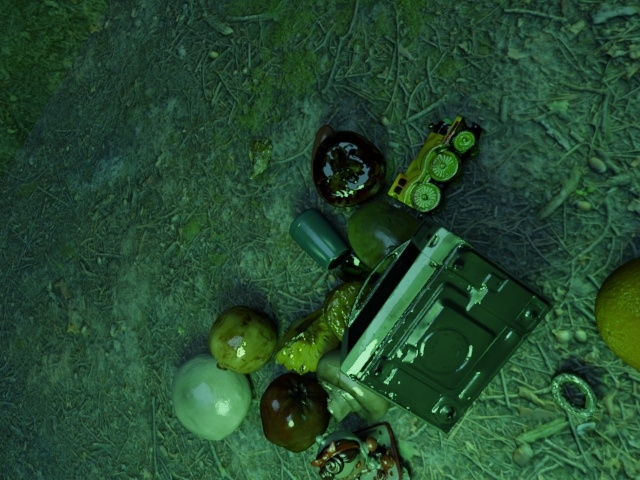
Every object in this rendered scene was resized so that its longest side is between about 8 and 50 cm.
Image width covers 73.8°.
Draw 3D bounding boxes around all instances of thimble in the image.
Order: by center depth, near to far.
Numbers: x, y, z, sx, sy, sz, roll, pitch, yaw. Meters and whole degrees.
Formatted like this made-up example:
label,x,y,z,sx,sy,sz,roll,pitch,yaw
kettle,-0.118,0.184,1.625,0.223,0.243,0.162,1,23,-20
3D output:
label,x,y,z,sx,sy,sz,roll,pitch,yaw
thimble,0.589,0.357,0.990,0.084,0.062,0.110,-34,69,22

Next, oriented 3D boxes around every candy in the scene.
label,x,y,z,sx,sy,sz,roll,pitch,yaw
candy,-0.367,0.503,1.385,0.295,0.185,0.296,-6,75,24

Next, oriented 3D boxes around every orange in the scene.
label,x,y,z,sx,sy,sz,roll,pitch,yaw
orange,0.707,0.150,0.847,0.274,0.274,0.275,-4,81,26

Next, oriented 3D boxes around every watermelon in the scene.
label,x,y,z,sx,sy,sz,roll,pitch,yaw
watermelon,0.099,0.079,1.278,0.135,0.125,0.094,-27,41,43

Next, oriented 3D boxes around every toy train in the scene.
label,x,y,z,sx,sy,sz,roll,pitch,yaw
toy train,0.319,-0.206,1.182,0.160,0.100,0.296,35,99,28

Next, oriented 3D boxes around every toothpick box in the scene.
label,x,y,z,sx,sy,sz,roll,pitch,yaw
toothpick box,0.000,0.000,1.304,0.120,0.120,0.184,-47,69,14

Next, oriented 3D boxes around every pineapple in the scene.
label,x,y,z,sx,sy,sz,roll,pitch,yaw
pineapple,-0.041,0.309,1.292,0.164,0.249,0.140,-17,110,55

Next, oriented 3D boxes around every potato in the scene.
label,x,y,z,sx,sy,sz,roll,pitch,yaw
potato,0.187,-0.008,1.196,0.196,0.149,0.229,-22,66,-5

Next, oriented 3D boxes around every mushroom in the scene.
label,x,y,z,sx,sy,sz,roll,pitch,yaw
mushroom,0.079,0.398,1.152,0.226,0.227,0.178,34,56,26

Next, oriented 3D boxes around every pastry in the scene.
label,x,y,z,sx,sy,sz,roll,pitch,yaw
pastry,0.099,0.207,1.205,0.188,0.103,0.189,0,82,-3

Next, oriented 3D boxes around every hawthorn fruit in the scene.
label,x,y,z,sx,sy,sz,roll,pitch,yaw
hawthorn fruit,-0.084,0.511,1.245,0.208,0.208,0.248,41,131,25

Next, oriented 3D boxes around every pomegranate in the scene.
label,x,y,z,sx,sy,sz,roll,pitch,yaw
pomegranate,-0.245,0.318,1.338,0.215,0.215,0.216,-4,81,26

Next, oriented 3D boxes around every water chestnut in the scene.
label,x,y,z,sx,sy,sz,roll,pitch,yaw
water chestnut,0.081,-0.205,1.234,0.223,0.238,0.224,0,89,14

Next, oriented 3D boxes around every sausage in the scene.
label,x,y,z,sx,sy,sz,roll,pitch,yaw
sausage,0.007,-0.273,1.363,0.077,0.077,0.194,5,87,27

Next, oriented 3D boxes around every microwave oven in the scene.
label,x,y,z,sx,sy,sz,roll,pitch,yaw
microwave oven,0.268,0.191,1.005,0.332,0.247,0.395,33,100,-7

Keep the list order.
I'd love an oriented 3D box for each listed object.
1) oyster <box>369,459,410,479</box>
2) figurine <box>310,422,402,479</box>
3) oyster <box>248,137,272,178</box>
label,x,y,z,sx,sy,sz,roll,pitch,yaw
oyster,0.172,0.660,1.164,0.165,0.053,0.108,-40,61,17
figurine,0.070,0.561,1.110,0.183,0.226,0.160,-29,50,21
oyster,-0.223,-0.296,1.507,0.121,0.045,0.146,42,102,39
